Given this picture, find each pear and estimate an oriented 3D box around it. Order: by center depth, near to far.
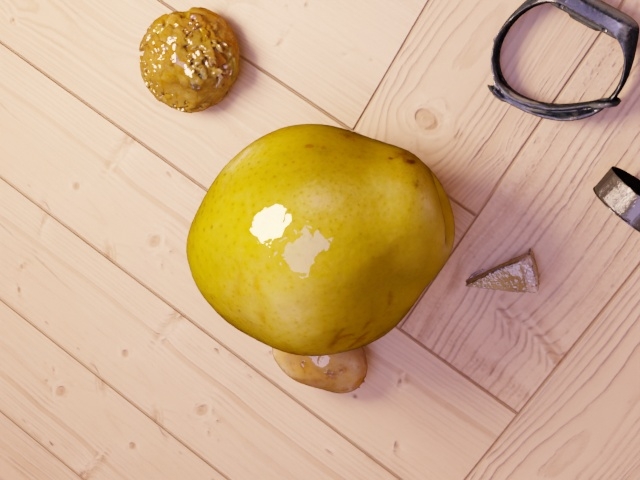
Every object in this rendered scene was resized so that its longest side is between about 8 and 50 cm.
[{"bbox_3d":[0.000,0.000,1.293,0.418,0.362,0.362,-20,96,20],"label":"pear"}]

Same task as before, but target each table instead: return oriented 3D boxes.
[{"bbox_3d":[0.462,-0.051,1.205,0.133,0.133,0.043,38,114,8],"label":"table"}]

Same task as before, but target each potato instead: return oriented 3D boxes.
[{"bbox_3d":[0.001,0.205,1.476,0.178,0.109,0.119,23,90,9],"label":"potato"}]

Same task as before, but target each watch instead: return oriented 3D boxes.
[{"bbox_3d":[0.358,-0.266,1.228,0.206,0.068,0.193,35,117,14],"label":"watch"}]

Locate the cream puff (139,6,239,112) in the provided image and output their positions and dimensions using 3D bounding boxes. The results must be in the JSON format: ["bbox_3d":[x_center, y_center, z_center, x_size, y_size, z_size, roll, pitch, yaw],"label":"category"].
[{"bbox_3d":[-0.226,-0.304,1.419,0.189,0.129,0.189,8,110,22],"label":"cream puff"}]

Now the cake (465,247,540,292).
[{"bbox_3d":[0.294,0.065,1.350,0.121,0.052,0.065,-22,98,25],"label":"cake"}]
